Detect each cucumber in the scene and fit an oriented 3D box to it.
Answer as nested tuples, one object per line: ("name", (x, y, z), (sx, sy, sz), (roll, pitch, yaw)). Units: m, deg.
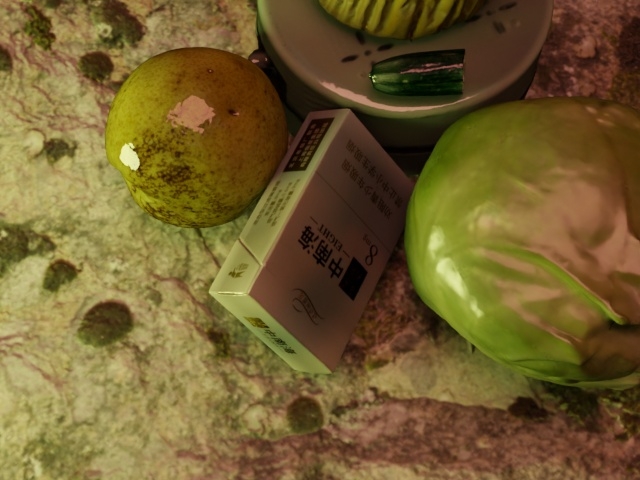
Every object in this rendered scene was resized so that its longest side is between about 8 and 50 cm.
("cucumber", (0.102, -0.171, 1.191), (0.105, 0.048, 0.048), (-5, 65, 0))

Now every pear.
("pear", (-0.137, -0.105, 1.234), (0.197, 0.197, 0.197), (1, 65, -3))

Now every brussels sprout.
("brussels sprout", (0.246, -0.007, 1.192), (0.328, 0.247, 0.327), (0, 80, -1))

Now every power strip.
("power strip", (0.081, -0.248, 1.337), (0.358, 0.161, 0.357), (1, 66, -2))

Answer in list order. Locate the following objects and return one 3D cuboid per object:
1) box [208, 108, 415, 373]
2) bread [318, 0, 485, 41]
("box", (0.000, 0.000, 1.217), (0.067, 0.155, 0.242), (0, 52, 46))
("bread", (0.089, -0.347, 1.217), (0.228, 0.142, 0.253), (-3, 64, -11))
